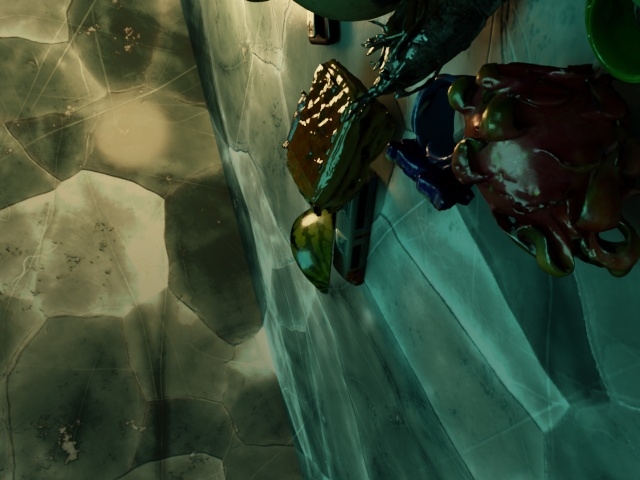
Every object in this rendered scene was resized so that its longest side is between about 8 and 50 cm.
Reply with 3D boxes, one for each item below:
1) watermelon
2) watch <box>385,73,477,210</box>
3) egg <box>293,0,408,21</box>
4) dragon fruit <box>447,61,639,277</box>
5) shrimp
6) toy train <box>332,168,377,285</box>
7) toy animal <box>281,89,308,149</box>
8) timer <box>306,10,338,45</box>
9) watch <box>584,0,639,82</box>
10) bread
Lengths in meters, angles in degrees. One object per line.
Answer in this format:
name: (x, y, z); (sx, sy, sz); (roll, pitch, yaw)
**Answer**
watermelon: (-0.026, -0.006, 1.695); (0.159, 0.128, 0.304); (90, 180, -49)
watch: (0.238, -0.187, 1.001); (0.196, 0.171, 0.200); (50, 137, 36)
egg: (0.042, -0.546, 0.915); (0.428, 0.344, 0.345); (-11, -94, -69)
dragon fruit: (0.306, -0.106, 0.757); (0.307, 0.227, 0.243); (53, 155, 42)
shrimp: (0.182, -0.331, 0.943); (0.372, 0.172, 0.137); (-35, 58, 31)
toy train: (0.087, -0.029, 1.595); (0.086, 0.089, 0.410); (50, 148, 40)
toy animal: (-0.071, -0.350, 1.753); (0.121, 0.117, 0.210); (-126, 26, -59)
timer: (-0.007, -0.610, 1.490); (0.144, 0.055, 0.188); (-143, 42, -59)
watch: (0.373, -0.276, 0.649); (0.165, 0.131, 0.152); (61, 174, 26)
bread: (0.051, -0.239, 1.362); (0.325, 0.167, 0.277); (-67, 30, 30)
